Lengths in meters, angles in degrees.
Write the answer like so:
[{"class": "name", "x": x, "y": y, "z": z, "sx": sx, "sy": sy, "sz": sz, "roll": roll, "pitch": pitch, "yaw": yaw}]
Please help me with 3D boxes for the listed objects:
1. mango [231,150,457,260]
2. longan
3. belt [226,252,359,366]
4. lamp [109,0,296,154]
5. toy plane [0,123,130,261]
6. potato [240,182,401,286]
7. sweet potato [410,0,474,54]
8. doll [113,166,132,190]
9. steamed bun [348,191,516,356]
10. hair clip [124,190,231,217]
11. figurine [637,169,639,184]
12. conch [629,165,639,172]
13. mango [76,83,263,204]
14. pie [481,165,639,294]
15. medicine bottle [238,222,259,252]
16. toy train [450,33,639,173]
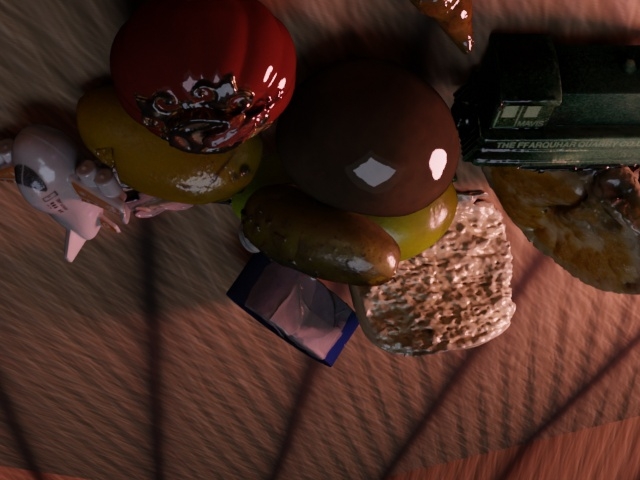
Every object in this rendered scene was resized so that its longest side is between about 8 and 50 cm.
[{"class": "mango", "x": 0.037, "y": -0.060, "z": 1.838, "sx": 0.343, "sy": 0.192, "sz": 0.156, "roll": 2, "pitch": 179, "yaw": 0}, {"class": "longan", "x": 0.068, "y": -0.133, "z": 1.633, "sx": 0.246, "sy": 0.215, "sz": 0.246, "roll": 37, "pitch": 166, "yaw": 11}, {"class": "belt", "x": -0.045, "y": 0.130, "z": 2.229, "sx": 0.212, "sy": 0.117, "sz": 0.347, "roll": 32, "pitch": 172, "yaw": 21}, {"class": "lamp", "x": -0.140, "y": -0.202, "z": 1.462, "sx": 0.227, "sy": 0.227, "sz": 0.227, "roll": -3, "pitch": 157, "yaw": -1}, {"class": "toy plane", "x": -0.381, "y": -0.074, "z": 1.771, "sx": 0.244, "sy": 0.117, "sz": 0.245, "roll": 22, "pitch": 155, "yaw": 11}, {"class": "potato", "x": 0.000, "y": 0.000, "z": 1.699, "sx": 0.251, "sy": 0.113, "sz": 0.149, "roll": 27, "pitch": 173, "yaw": 19}, {"class": "sweet potato", "x": 0.130, "y": -0.308, "z": 1.440, "sx": 0.067, "sy": 0.067, "sz": 0.274, "roll": -13, "pitch": 150, "yaw": 22}, {"class": "doll", "x": -0.257, "y": -0.118, "z": 1.822, "sx": 0.219, "sy": 0.067, "sz": 0.091, "roll": -11, "pitch": 159, "yaw": 31}, {"class": "steamed bun", "x": 0.183, "y": 0.088, "z": 2.106, "sx": 0.290, "sy": 0.272, "sz": 0.273, "roll": 3, "pitch": 157, "yaw": -5}, {"class": "hair clip", "x": -0.208, "y": -0.077, "z": 1.922, "sx": 0.257, "sy": 0.075, "sz": 0.146, "roll": -9, "pitch": 173, "yaw": 30}, {"class": "figurine", "x": 0.703, "y": -0.059, "z": 1.914, "sx": 0.388, "sy": 0.248, "sz": 0.276, "roll": 7, "pitch": 159, "yaw": 1}, {"class": "conch", "x": 0.429, "y": -0.135, "z": 1.851, "sx": 0.232, "sy": 0.080, "sz": 0.086, "roll": -5, "pitch": 157, "yaw": 4}, {"class": "mango", "x": -0.208, "y": -0.142, "z": 1.667, "sx": 0.262, "sy": 0.167, "sz": 0.130, "roll": 7, "pitch": -166, "yaw": 1}, {"class": "pie", "x": 0.390, "y": -0.048, "z": 1.862, "sx": 0.339, "sy": 0.077, "sz": 0.339, "roll": 38, "pitch": 160, "yaw": 16}, {"class": "medicine bottle", "x": -0.015, "y": -0.039, "z": 2.016, "sx": 0.258, "sy": 0.079, "sz": 0.124, "roll": -20, "pitch": 152, "yaw": 35}, {"class": "toy train", "x": 0.346, "y": -0.189, "z": 1.655, "sx": 0.330, "sy": 0.138, "sz": 0.178, "roll": -1, "pitch": 152, "yaw": -6}]
